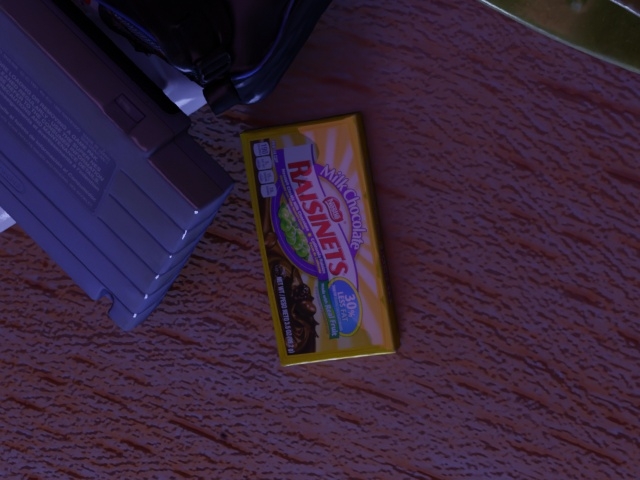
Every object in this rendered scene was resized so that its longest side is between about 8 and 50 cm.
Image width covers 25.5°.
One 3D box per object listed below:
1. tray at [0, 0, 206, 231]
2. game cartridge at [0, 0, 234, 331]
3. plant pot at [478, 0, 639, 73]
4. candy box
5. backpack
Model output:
[{"bbox_3d":[-0.234,-0.123,1.240,0.270,0.030,0.145,-30,89,18],"label":"tray"},{"bbox_3d":[-0.233,-0.108,1.134,0.355,0.068,0.230,45,140,5],"label":"game cartridge"},{"bbox_3d":[0.212,-0.279,0.992,0.276,0.276,0.254,27,93,10],"label":"plant pot"},{"bbox_3d":[0.000,0.000,1.197,0.105,0.027,0.206,-9,97,13],"label":"candy box"},{"bbox_3d":[-0.094,-0.261,1.080,0.263,0.213,0.276,34,86,5],"label":"backpack"}]
